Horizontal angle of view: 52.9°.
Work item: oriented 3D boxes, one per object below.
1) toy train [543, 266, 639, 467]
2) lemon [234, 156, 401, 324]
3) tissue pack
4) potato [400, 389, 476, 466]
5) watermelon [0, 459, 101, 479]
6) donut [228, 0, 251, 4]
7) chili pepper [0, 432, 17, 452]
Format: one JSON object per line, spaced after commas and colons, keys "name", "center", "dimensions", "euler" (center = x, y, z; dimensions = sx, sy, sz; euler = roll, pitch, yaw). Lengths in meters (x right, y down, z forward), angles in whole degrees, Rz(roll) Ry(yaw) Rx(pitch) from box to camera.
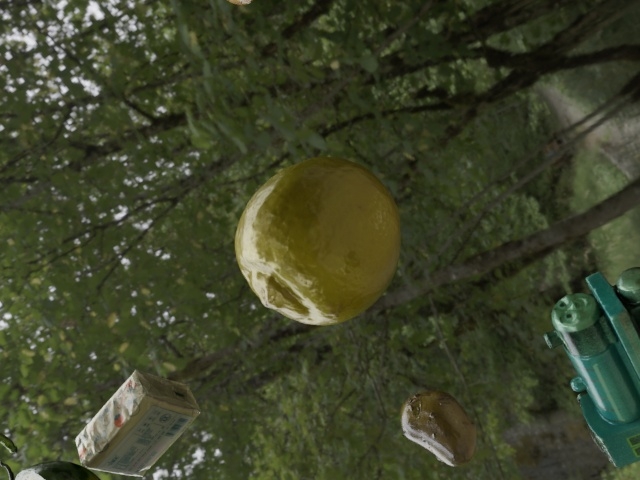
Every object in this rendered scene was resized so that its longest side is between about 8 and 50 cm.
{"name": "toy train", "center": [0.423, 0.169, 0.866], "dimensions": [0.298, 0.194, 0.120], "euler": [54, -162, -26]}
{"name": "lemon", "center": [0.000, 0.000, 1.291], "dimensions": [0.348, 0.348, 0.347], "euler": [50, -155, -34]}
{"name": "tissue pack", "center": [-0.355, 0.359, 1.253], "dimensions": [0.148, 0.196, 0.092], "euler": [35, -171, -46]}
{"name": "potato", "center": [0.250, 0.384, 1.334], "dimensions": [0.176, 0.137, 0.137], "euler": [35, -171, 24]}
{"name": "watermelon", "center": [-0.435, 0.468, 1.115], "dimensions": [0.127, 0.232, 0.204], "euler": [-24, -75, -48]}
{"name": "donut", "center": [-0.119, -0.385, 0.777], "dimensions": [0.184, 0.073, 0.166], "euler": [43, 160, 2]}
{"name": "chili pepper", "center": [-0.533, 0.327, 1.046], "dimensions": [0.083, 0.017, 0.030], "euler": [29, -118, -21]}
